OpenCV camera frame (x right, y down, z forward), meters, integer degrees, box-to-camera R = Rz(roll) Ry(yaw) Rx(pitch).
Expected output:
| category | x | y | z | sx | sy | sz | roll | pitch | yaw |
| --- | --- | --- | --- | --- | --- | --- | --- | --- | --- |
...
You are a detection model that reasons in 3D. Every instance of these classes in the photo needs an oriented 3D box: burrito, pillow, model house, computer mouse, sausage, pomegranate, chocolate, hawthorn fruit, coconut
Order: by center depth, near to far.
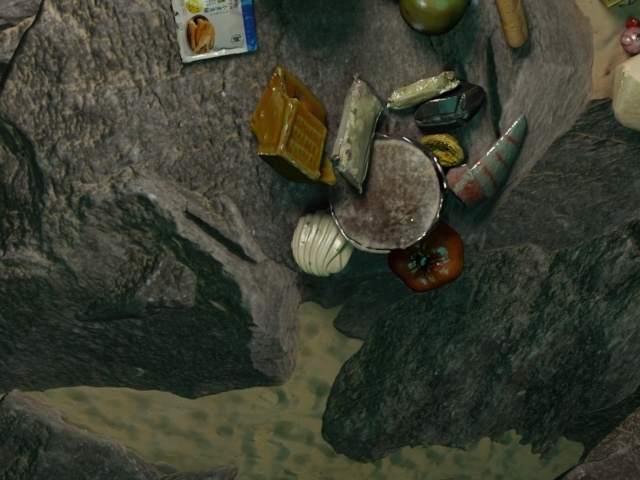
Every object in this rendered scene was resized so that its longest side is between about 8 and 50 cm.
| category | x | y | z | sx | sy | sz | roll | pitch | yaw |
| --- | --- | --- | --- | --- | --- | --- | --- | --- | --- |
| pomegranate | 0.229 | -0.542 | 1.729 | 0.210 | 0.179 | 0.179 | 30 | 114 | -23 |
| model house | -0.040 | -0.218 | 1.847 | 0.173 | 0.239 | 0.268 | -41 | 129 | 16 |
| sausage | 0.421 | -0.566 | 1.848 | 0.066 | 0.066 | 0.301 | -30 | 134 | 6 |
| pillow | 0.080 | -0.256 | 1.888 | 0.059 | 0.255 | 0.169 | 3 | 157 | 30 |
| burrito | 0.247 | -0.365 | 1.963 | 0.188 | 0.045 | 0.058 | -21 | 117 | 1 |
| computer mouse | 0.330 | -0.326 | 2.014 | 0.192 | 0.062 | 0.106 | -23 | 134 | -3 |
| chocolate | 0.195 | -0.104 | 2.031 | 0.303 | 0.303 | 0.213 | -40 | 161 | 14 |
| coconut | 0.862 | -0.377 | 2.060 | 0.244 | 0.239 | 0.239 | -34 | 132 | 2 |
| hawthorn fruit | 0.303 | 0.025 | 2.231 | 0.207 | 0.243 | 0.207 | 7 | 108 | 21 |

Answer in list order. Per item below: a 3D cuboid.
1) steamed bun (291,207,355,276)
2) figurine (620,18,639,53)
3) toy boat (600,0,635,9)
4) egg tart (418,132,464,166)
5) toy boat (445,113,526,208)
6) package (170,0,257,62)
| category | x | y | z | sx | sy | sz | roll | pitch | yaw |
| --- | --- | --- | --- | --- | --- | --- | --- | --- | --- |
| steamed bun | 0.000 | 0.000 | 2.087 | 0.183 | 0.183 | 0.106 | -35 | 154 | 10 |
| figurine | 0.793 | -0.506 | 2.033 | 0.083 | 0.071 | 0.067 | 16 | 163 | -22 |
| toy boat | 0.807 | -0.641 | 1.910 | 0.310 | 0.089 | 0.115 | -33 | 135 | 8 |
| egg tart | 0.310 | -0.240 | 2.068 | 0.129 | 0.049 | 0.129 | 20 | 156 | 9 |
| toy boat | 0.460 | -0.213 | 2.160 | 0.282 | 0.096 | 0.206 | -49 | 136 | 5 |
| package | -0.225 | -0.466 | 1.713 | 0.173 | 0.027 | 0.171 | -11 | 131 | -7 |
